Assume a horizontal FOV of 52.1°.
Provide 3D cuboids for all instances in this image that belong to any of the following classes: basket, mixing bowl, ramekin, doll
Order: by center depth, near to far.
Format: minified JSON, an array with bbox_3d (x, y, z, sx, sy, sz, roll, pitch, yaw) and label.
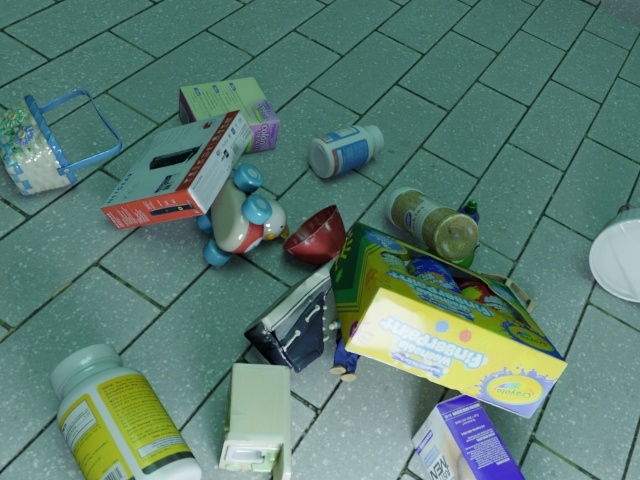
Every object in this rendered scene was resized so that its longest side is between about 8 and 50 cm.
[{"bbox_3d":[0.063,0.238,1.580,0.129,0.046,0.189,38,42,-28],"label":"doll"},{"bbox_3d":[0.000,0.000,1.723,0.098,0.181,0.181,51,49,-14],"label":"mixing bowl"},{"bbox_3d":[-0.700,-0.266,1.730,0.289,0.201,0.255,-30,61,-21],"label":"basket"},{"bbox_3d":[0.908,0.031,1.848,0.273,0.273,0.127,28,38,10],"label":"ramekin"}]

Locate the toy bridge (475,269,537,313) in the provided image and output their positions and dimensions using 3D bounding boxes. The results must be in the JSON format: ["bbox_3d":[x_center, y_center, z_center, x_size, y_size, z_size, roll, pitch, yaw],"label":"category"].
[{"bbox_3d":[0.512,0.132,1.811,0.188,0.026,0.063,29,49,11],"label":"toy bridge"}]

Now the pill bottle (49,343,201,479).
[{"bbox_3d":[-0.391,0.372,1.278,0.188,0.188,0.334,-25,60,-30],"label":"pill bottle"}]

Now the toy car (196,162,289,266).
[{"bbox_3d":[-0.162,-0.046,1.717,0.238,0.219,0.210,17,41,-39],"label":"toy car"}]

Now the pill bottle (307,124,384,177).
[{"bbox_3d":[0.081,-0.277,1.986,0.221,0.124,0.124,-22,59,-29],"label":"pill bottle"}]

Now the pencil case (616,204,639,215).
[{"bbox_3d":[1.048,-0.016,2.014,0.284,0.124,0.124,17,49,-1],"label":"pencil case"}]

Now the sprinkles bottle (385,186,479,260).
[{"bbox_3d":[0.286,-0.052,1.731,0.121,0.121,0.355,-1,15,-15],"label":"sprinkles bottle"}]

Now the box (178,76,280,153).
[{"bbox_3d":[-0.279,-0.369,1.978,0.243,0.117,0.213,-15,55,-24],"label":"box"}]

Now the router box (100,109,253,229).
[{"bbox_3d":[-0.370,-0.185,1.716,0.301,0.082,0.335,-9,40,29],"label":"router box"}]

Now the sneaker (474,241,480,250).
[{"bbox_3d":[0.431,0.002,1.891,0.058,0.052,0.135,24,58,-2],"label":"sneaker"}]

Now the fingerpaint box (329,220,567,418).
[{"bbox_3d":[0.265,0.162,1.472,0.444,0.163,0.371,23,19,-12],"label":"fingerpaint box"}]

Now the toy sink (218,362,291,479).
[{"bbox_3d":[-0.137,0.394,1.348,0.131,0.153,0.234,5,51,-10],"label":"toy sink"}]

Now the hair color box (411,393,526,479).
[{"bbox_3d":[0.328,0.510,1.342,0.110,0.185,0.339,-13,55,-24],"label":"hair color box"}]

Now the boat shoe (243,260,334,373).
[{"bbox_3d":[-0.033,0.191,1.585,0.158,0.127,0.340,54,45,-3],"label":"boat shoe"}]

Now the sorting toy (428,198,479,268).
[{"bbox_3d":[0.350,0.024,1.760,0.127,0.126,0.365,23,59,16],"label":"sorting toy"}]
